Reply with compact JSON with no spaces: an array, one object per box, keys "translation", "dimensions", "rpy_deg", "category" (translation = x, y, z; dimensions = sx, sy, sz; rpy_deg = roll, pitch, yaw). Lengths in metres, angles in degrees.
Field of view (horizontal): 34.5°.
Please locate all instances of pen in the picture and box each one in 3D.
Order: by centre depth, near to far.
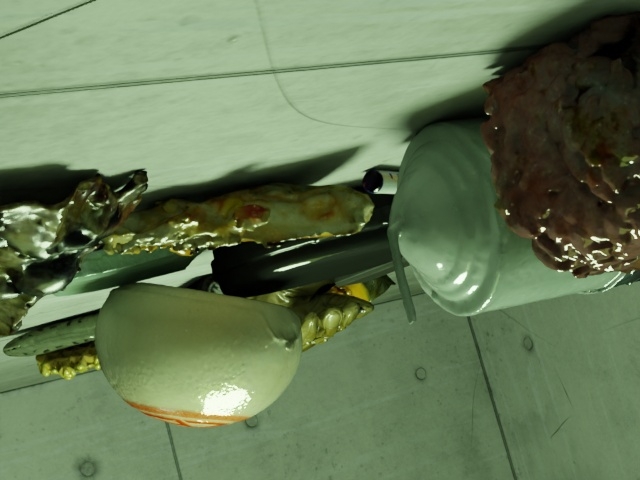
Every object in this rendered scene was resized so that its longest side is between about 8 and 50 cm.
[{"translation":[0.129,-0.075,1.361],"dimensions":[0.033,0.033,0.269],"rpy_deg":[-20,171,30],"category":"pen"}]

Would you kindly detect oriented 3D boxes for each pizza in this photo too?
[{"translation":[-0.101,-0.022,1.150],"dimensions":[0.297,0.071,0.189],"rpy_deg":[-10,-177,-16],"category":"pizza"}]

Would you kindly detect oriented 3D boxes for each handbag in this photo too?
[{"translation":[-0.001,-0.001,1.407],"dimensions":[0.308,0.093,0.254],"rpy_deg":[-13,170,-18],"category":"handbag"}]

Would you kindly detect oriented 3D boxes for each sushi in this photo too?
[{"translation":[0.288,-0.079,0.922],"dimensions":[0.270,0.236,0.171],"rpy_deg":[-4,158,-41],"category":"sushi"}]

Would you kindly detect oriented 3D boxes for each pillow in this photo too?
[{"translation":[-0.456,0.168,1.887],"dimensions":[0.241,0.051,0.093],"rpy_deg":[-16,-176,2],"category":"pillow"}]

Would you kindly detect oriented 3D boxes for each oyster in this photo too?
[{"translation":[-0.319,0.026,1.000],"dimensions":[0.221,0.096,0.361],"rpy_deg":[-1,162,-38],"category":"oyster"}]

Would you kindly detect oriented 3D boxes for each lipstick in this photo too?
[{"translation":[-0.243,0.130,1.911],"dimensions":[0.081,0.081,0.300],"rpy_deg":[-11,170,-29],"category":"lipstick"}]

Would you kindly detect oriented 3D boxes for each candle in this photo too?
[{"translation":[0.210,-0.037,1.118],"dimensions":[0.343,0.221,0.221],"rpy_deg":[-8,170,-26],"category":"candle"}]

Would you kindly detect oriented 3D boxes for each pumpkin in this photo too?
[{"translation":[0.008,0.085,2.090],"dimensions":[0.279,0.111,0.163],"rpy_deg":[-20,-173,24],"category":"pumpkin"}]

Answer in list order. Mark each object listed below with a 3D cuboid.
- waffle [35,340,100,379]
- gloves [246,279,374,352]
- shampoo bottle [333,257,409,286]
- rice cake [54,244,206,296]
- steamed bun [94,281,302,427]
[{"translation":[-0.445,0.199,1.925],"dimensions":[0.191,0.038,0.191],"rpy_deg":[-11,-152,6],"category":"waffle"},{"translation":[-0.051,0.141,1.953],"dimensions":[0.331,0.141,0.154],"rpy_deg":[-1,-139,24],"category":"gloves"},{"translation":[0.097,0.020,1.798],"dimensions":[0.079,0.080,0.246],"rpy_deg":[-6,168,-41],"category":"shampoo bottle"},{"translation":[-0.250,0.030,1.338],"dimensions":[0.198,0.037,0.189],"rpy_deg":[-13,173,-21],"category":"rice cake"},{"translation":[-0.166,0.160,1.380],"dimensions":[0.283,0.177,0.283],"rpy_deg":[8,173,1],"category":"steamed bun"}]
